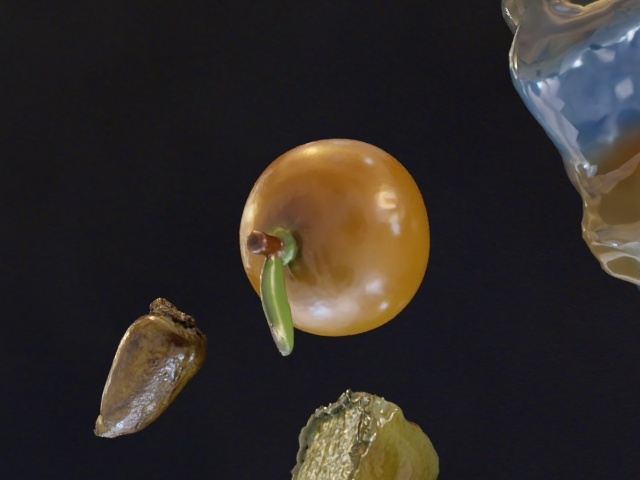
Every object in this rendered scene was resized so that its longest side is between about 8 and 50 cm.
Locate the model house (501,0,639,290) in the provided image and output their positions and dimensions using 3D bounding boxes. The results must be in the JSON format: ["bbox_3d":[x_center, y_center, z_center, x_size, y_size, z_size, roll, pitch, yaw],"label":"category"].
[{"bbox_3d":[0.288,-0.067,0.427,0.382,0.334,0.342,24,-104,41],"label":"model house"}]

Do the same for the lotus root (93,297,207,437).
[{"bbox_3d":[-0.207,0.167,1.261,0.094,0.108,0.190,36,-79,39],"label":"lotus root"}]

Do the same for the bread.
[{"bbox_3d":[0.046,0.190,0.881,0.110,0.156,0.103,23,-107,-11],"label":"bread"}]

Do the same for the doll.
[{"bbox_3d":[0.000,0.000,1.105,0.213,0.236,0.213,5,-81,32],"label":"doll"}]
